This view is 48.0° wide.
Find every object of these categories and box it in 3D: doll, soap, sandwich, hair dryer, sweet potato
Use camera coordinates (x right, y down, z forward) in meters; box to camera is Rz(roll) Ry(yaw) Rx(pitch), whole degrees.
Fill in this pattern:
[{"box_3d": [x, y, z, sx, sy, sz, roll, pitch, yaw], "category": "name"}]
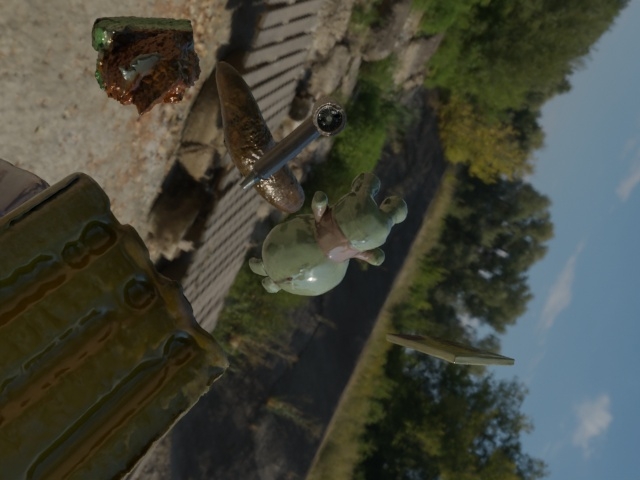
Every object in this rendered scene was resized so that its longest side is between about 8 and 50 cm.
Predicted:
[{"box_3d": [0.002, 0.004, 1.113, 0.275, 0.155, 0.113, -34, -158, 17], "category": "doll"}, {"box_3d": [-0.302, 0.134, 0.753, 0.156, 0.293, 0.335, -24, -162, 50], "category": "soap"}, {"box_3d": [-0.248, -0.279, 1.107, 0.185, 0.160, 0.109, -20, 130, -34], "category": "sandwich"}, {"box_3d": [-0.054, -0.154, 1.174, 0.220, 0.053, 0.195, -37, -169, 7], "category": "hair dryer"}, {"box_3d": [-0.124, -0.169, 1.354, 0.114, 0.092, 0.341, -76, 145, -51], "category": "sweet potato"}]

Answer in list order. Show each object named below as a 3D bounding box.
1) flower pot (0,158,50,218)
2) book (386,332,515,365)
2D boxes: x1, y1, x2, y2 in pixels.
[{"box_3d": [-0.510, 0.010, 1.066, 0.265, 0.265, 0.243, -62, -159, -1], "category": "flower pot"}, {"box_3d": [0.267, 0.228, 1.511, 0.232, 0.162, 0.022, 7, -90, 60], "category": "book"}]
